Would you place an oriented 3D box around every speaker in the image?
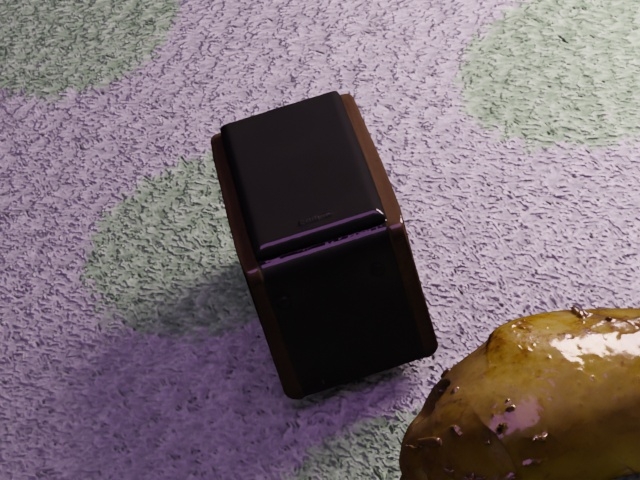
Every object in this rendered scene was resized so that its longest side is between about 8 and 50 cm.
[{"bbox_3d":[0.000,0.000,1.852,0.153,0.192,0.231,-18,40,0],"label":"speaker"}]

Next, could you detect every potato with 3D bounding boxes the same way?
[{"bbox_3d":[0.206,0.143,1.680,0.300,0.140,0.173,-19,48,-7],"label":"potato"}]
